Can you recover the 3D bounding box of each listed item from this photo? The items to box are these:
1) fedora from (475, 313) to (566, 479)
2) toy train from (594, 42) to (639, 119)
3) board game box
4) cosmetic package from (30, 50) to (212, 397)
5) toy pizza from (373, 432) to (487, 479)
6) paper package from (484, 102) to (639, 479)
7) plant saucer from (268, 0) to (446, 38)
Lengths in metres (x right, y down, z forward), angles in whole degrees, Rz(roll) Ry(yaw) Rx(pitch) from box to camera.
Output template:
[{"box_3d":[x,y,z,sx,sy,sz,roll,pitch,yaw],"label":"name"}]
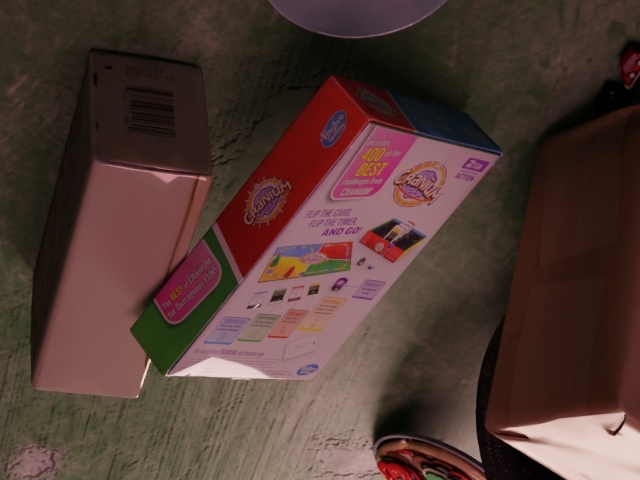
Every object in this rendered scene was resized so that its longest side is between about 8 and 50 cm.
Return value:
[{"box_3d":[0.288,0.205,1.918,0.334,0.334,0.152,7,161,-15],"label":"fedora"},{"box_3d":[0.303,-0.170,1.702,0.036,0.027,0.158,19,131,-11],"label":"toy train"},{"box_3d":[0.000,0.000,1.684,0.316,0.064,0.242,-51,151,19],"label":"board game box"},{"box_3d":[-0.195,-0.010,1.700,0.113,0.160,0.309,7,135,-15],"label":"cosmetic package"},{"box_3d":[0.145,0.293,2.062,0.201,0.032,0.201,26,152,15],"label":"toy pizza"},{"box_3d":[0.338,0.086,1.737,0.309,0.325,0.168,33,149,-34],"label":"paper package"},{"box_3d":[0.036,-0.263,1.562,0.195,0.037,0.195,-4,134,-4],"label":"plant saucer"}]
